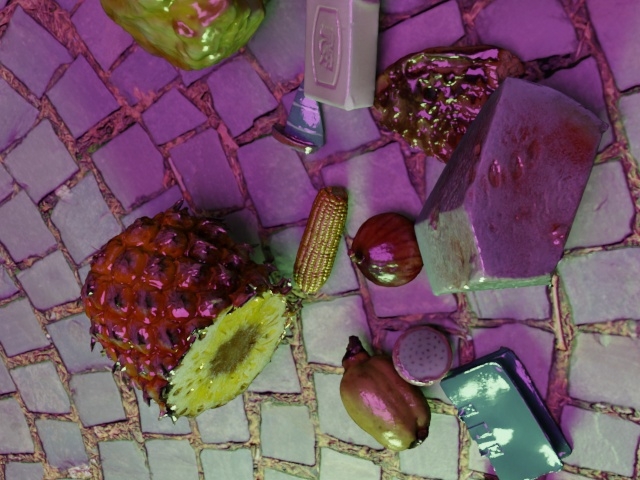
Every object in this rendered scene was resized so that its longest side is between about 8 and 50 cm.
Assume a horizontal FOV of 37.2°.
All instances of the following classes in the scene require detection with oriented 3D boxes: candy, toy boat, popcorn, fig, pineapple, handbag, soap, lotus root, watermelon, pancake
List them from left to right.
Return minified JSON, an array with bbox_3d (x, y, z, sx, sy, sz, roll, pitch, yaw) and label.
[{"bbox_3d":[-0.235,-0.414,1.459,0.293,0.293,0.334,-4,131,8],"label":"popcorn"},{"bbox_3d":[-0.235,0.112,1.657,0.300,0.352,0.352,47,123,23],"label":"pineapple"},{"bbox_3d":[-0.026,-0.213,1.601,0.096,0.034,0.122,26,116,10],"label":"toy boat"},{"bbox_3d":[0.033,-0.307,1.498,0.121,0.064,0.183,25,120,47],"label":"soap"},{"bbox_3d":[0.103,0.268,1.659,0.221,0.125,0.118,49,137,9],"label":"lotus root"},{"bbox_3d":[0.110,0.023,1.553,0.129,0.150,0.128,8,122,13],"label":"fig"},{"bbox_3d":[0.173,0.196,1.616,0.103,0.043,0.103,0,79,-2],"label":"candy"},{"bbox_3d":[0.200,-0.228,1.471,0.258,0.056,0.212,30,126,6],"label":"pancake"},{"bbox_3d":[0.310,0.302,1.608,0.144,0.057,0.221,-30,93,36],"label":"handbag"},{"bbox_3d":[0.267,-0.026,1.381,0.229,0.258,0.387,22,125,2],"label":"watermelon"}]

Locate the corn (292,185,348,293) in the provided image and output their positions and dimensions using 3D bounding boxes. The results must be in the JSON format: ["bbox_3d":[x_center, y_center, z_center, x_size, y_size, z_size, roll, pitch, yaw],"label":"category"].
[{"bbox_3d":[0.000,0.000,1.645,0.068,0.068,0.207,24,115,17],"label":"corn"}]

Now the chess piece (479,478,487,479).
[{"bbox_3d":[0.330,0.454,1.649,0.122,0.066,0.066,7,111,29],"label":"chess piece"}]
